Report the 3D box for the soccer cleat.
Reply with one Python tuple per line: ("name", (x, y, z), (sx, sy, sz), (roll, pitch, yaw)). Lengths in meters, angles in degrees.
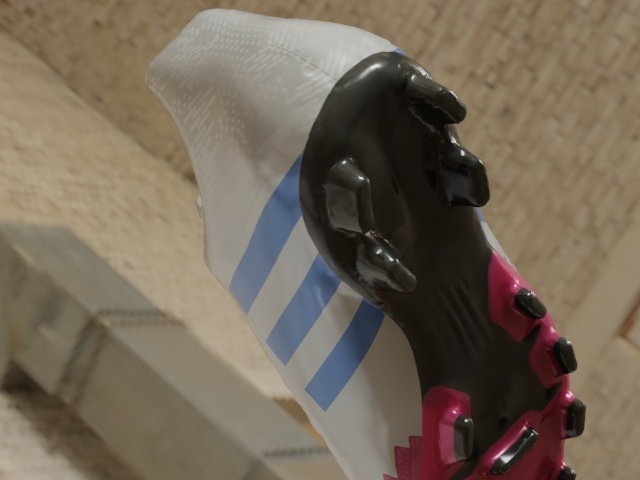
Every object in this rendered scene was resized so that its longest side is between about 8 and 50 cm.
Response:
("soccer cleat", (0.023, 0.026, 0.881), (0.116, 0.143, 0.331), (-45, -42, -24))
